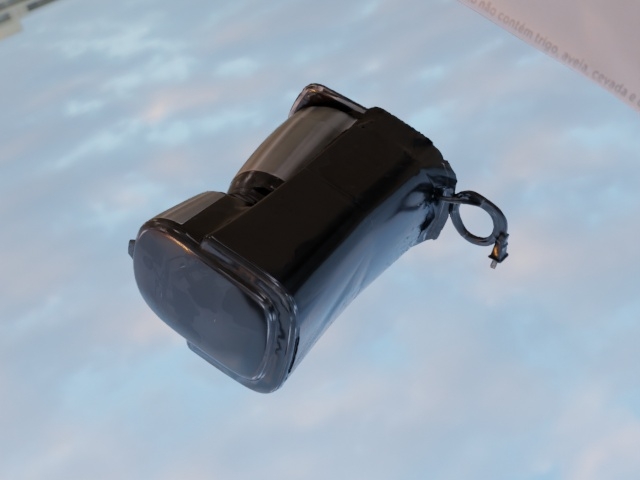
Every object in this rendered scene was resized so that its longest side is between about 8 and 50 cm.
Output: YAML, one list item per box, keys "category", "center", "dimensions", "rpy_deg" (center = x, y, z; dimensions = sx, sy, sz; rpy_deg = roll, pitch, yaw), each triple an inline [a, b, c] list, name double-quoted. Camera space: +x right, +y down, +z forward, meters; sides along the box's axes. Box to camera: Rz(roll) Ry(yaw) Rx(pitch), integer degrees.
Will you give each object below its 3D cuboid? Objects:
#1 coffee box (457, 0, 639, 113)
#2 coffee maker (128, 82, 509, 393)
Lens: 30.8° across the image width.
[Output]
- category: "coffee box"
  center: [0.239, -0.226, 0.462]
  dimensions: [0.338, 0.334, 0.338]
  rpy_deg: [36, -149, 18]
- category: "coffee maker"
  center: [0.000, 0.000, 0.721]
  dimensions: [0.171, 0.120, 0.178]
  rpy_deg: [13, -139, 32]
